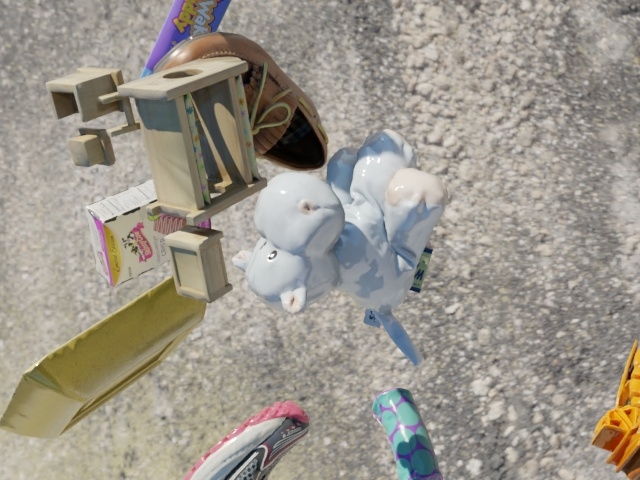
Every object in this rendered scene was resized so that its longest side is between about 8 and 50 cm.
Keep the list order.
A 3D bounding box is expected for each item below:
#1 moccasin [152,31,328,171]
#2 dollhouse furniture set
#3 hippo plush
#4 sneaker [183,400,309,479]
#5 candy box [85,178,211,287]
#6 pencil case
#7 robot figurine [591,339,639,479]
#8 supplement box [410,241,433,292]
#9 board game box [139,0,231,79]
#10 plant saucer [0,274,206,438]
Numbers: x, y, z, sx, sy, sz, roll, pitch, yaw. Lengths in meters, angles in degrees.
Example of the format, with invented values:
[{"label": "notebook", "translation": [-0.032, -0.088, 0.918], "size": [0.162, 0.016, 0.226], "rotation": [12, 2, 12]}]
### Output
[{"label": "moccasin", "translation": [-0.095, -0.174, 1.108], "size": [0.139, 0.380, 0.147], "rotation": [-35, 69, 10]}, {"label": "dollhouse furniture set", "translation": [-0.134, -0.062, 0.698], "size": [0.161, 0.101, 0.182], "rotation": [12, 121, 36]}, {"label": "hippo plush", "translation": [0.000, 0.000, 1.037], "size": [0.234, 0.236, 0.294], "rotation": [39, 127, 51]}, {"label": "sneaker", "translation": [-0.095, 0.290, 0.777], "size": [0.112, 0.121, 0.299], "rotation": [33, 95, 13]}, {"label": "candy box", "translation": [-0.326, -0.031, 1.535], "size": [0.071, 0.233, 0.159], "rotation": [36, 140, 36]}, {"label": "pencil case", "translation": [0.129, 0.303, 1.193], "size": [0.070, 0.064, 0.152], "rotation": [-29, 53, 13]}, {"label": "robot figurine", "translation": [0.316, 0.054, 0.640], "size": [0.085, 0.291, 0.211], "rotation": [30, 133, 14]}, {"label": "supplement box", "translation": [0.165, 0.041, 1.446], "size": [0.056, 0.083, 0.083], "rotation": [16, 102, 2]}, {"label": "board game box", "translation": [-0.181, -0.426, 1.298], "size": [0.347, 0.078, 0.233], "rotation": [-57, 18, 27]}, {"label": "plant saucer", "translation": [-0.330, 0.192, 1.267], "size": [0.081, 0.332, 0.333], "rotation": [51, 142, 4]}]
